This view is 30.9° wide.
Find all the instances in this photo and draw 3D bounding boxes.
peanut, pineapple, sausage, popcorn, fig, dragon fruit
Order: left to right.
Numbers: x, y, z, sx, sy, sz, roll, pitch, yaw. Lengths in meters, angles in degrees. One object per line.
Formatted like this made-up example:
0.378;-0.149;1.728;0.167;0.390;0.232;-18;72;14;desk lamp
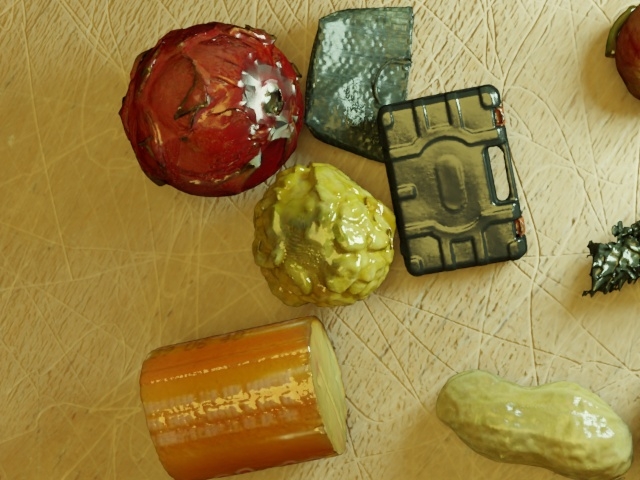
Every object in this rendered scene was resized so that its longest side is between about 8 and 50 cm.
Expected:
-0.173;-0.214;1.875;0.301;0.295;0.296;-6;84;51;dragon fruit
-0.119;0.258;1.870;0.287;0.233;0.233;-11;84;12;sausage
0.000;0.000;1.871;0.250;0.190;0.250;-6;77;26;popcorn
0.333;0.288;1.812;0.313;0.149;0.149;9;89;18;peanut
0.528;0.007;1.789;0.278;0.158;0.158;-24;81;24;pineapple
0.543;-0.304;1.780;0.205;0.205;0.205;-1;86;13;fig

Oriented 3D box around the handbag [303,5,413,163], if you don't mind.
0.066;-0.268;1.938;0.175;0.088;0.270;8;89;5;handbag

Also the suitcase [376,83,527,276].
0.212;-0.095;1.865;0.206;0.066;0.286;-10;98;13;suitcase
